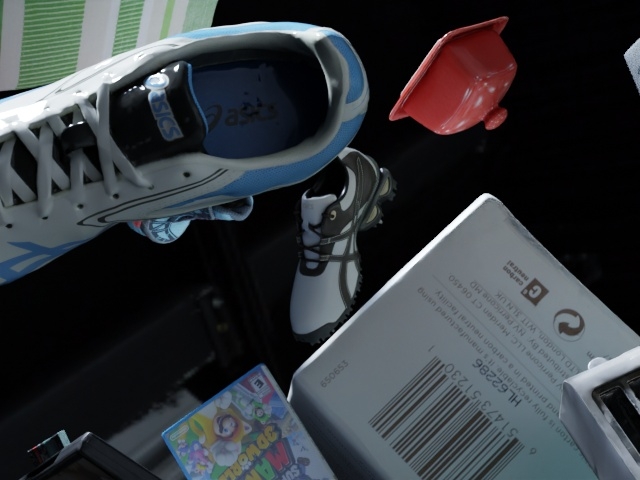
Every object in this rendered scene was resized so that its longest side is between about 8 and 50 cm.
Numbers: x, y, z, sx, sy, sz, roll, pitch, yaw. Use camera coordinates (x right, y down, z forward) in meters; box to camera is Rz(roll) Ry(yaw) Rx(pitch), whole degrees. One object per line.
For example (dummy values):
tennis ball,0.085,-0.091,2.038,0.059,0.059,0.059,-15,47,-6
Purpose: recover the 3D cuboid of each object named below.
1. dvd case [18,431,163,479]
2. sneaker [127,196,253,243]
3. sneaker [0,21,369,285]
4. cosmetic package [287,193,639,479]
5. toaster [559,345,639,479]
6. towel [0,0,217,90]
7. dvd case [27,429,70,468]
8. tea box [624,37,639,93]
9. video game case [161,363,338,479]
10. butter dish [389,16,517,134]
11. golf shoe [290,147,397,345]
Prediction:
dvd case,-0.161,0.241,0.895,0.180,0.253,0.022,37,-123,-11
sneaker,-0.142,-0.051,1.211,0.125,0.262,0.104,40,-121,5
sneaker,-0.093,-0.042,0.459,0.086,0.237,0.085,103,146,-76
cosmetic package,0.178,0.208,1.349,0.327,0.394,0.329,-43,-99,-14
toaster,0.331,0.178,0.981,0.110,0.168,0.186,72,173,-48
towel,-0.250,-0.292,1.246,0.324,0.248,0.038,-25,-115,-32
dvd case,-0.359,0.313,1.461,0.013,0.119,0.087,-24,-97,-39
tea box,0.571,-0.170,1.205,0.219,0.323,0.329,-1,-117,-26
video game case,-0.055,0.213,0.963,0.166,0.119,0.015,56,-170,13
butter dish,0.194,-0.193,1.382,0.159,0.160,0.118,-24,-113,-46
golf shoe,0.000,0.000,1.039,0.094,0.077,0.198,35,-112,-44
